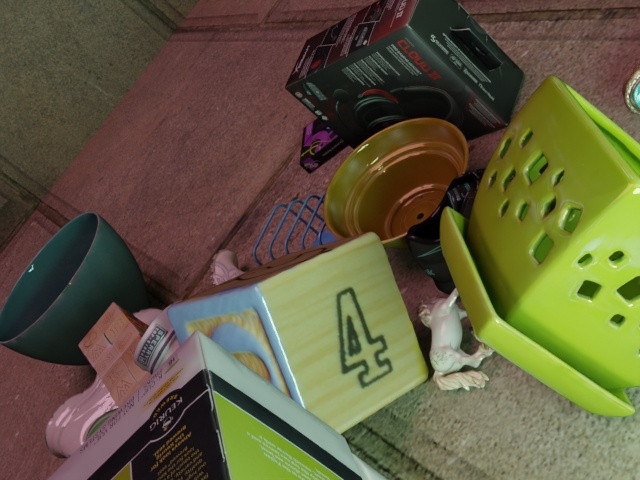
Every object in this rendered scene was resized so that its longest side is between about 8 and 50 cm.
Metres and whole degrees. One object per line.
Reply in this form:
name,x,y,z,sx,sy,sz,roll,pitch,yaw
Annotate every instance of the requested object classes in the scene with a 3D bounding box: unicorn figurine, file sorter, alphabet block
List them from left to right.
alphabet block,-0.025,0.121,1.211,0.197,0.193,0.192,-24,7,-42
file sorter,0.000,0.000,1.508,0.170,0.104,0.118,-13,45,50
unicorn figurine,0.153,0.099,1.190,0.111,0.060,0.162,-25,35,40

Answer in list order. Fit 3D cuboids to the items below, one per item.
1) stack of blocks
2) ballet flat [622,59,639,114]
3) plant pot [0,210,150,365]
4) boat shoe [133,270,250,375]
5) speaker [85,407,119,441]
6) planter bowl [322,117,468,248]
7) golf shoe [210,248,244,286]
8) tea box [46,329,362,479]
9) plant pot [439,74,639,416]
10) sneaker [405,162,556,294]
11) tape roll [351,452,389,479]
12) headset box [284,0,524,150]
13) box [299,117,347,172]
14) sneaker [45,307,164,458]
stack of blocks,-0.220,0.216,1.487,0.087,0.171,0.297,-51,33,-2
ballet flat,0.426,-0.231,1.197,0.206,0.073,0.067,-42,13,7
plant pot,-0.432,0.119,1.917,0.290,0.195,0.290,-37,28,24
boat shoe,-0.100,0.140,1.410,0.136,0.156,0.367,-59,-13,12
speaker,-0.244,0.335,1.426,0.131,0.131,0.296,-52,26,-4
planter bowl,0.118,-0.055,1.392,0.217,0.090,0.217,-22,42,21
golf shoe,-0.136,0.075,1.690,0.086,0.069,0.176,-18,39,15
tea box,-0.125,0.320,0.928,0.329,0.220,0.323,-45,26,10
plant pot,0.251,0.018,0.972,0.207,0.228,0.227,-46,27,20
sneaker,0.220,-0.046,1.229,0.267,0.106,0.101,-43,26,11
tape roll,-0.015,0.359,1.068,0.286,0.100,0.286,-37,28,24
headset box,0.129,-0.236,1.489,0.293,0.218,0.110,-17,42,47
box,0.032,-0.201,1.807,0.162,0.029,0.116,-34,30,27
sneaker,-0.325,0.249,1.719,0.129,0.111,0.297,19,73,44
